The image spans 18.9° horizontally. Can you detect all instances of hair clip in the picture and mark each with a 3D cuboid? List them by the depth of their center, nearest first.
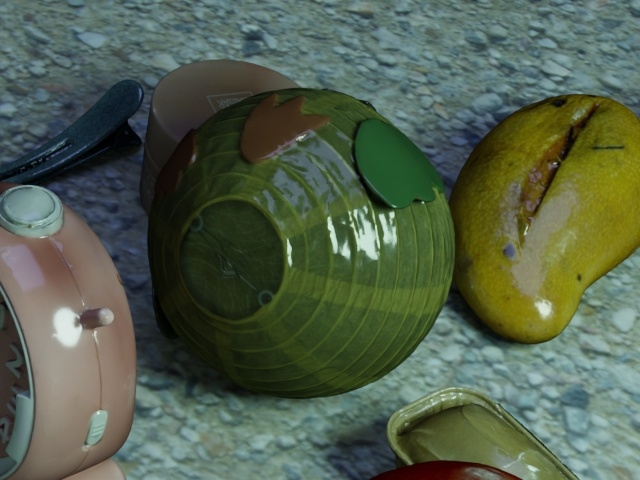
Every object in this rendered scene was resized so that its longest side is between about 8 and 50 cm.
[{"bbox_3d":[-0.251,-0.068,1.694,0.229,0.070,0.039,-30,59,-30],"label":"hair clip"}]

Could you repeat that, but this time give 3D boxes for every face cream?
[{"bbox_3d":[-0.081,-0.076,1.697,0.149,0.104,0.149,7,40,-6],"label":"face cream"}]

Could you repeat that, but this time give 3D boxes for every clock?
[{"bbox_3d":[-0.216,0.062,1.397,0.142,0.241,0.227,-22,49,-38],"label":"clock"}]

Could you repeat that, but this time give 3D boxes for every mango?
[{"bbox_3d":[0.206,-0.032,1.706,0.177,0.120,0.295,22,41,14],"label":"mango"}]

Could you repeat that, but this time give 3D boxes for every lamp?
[{"bbox_3d":[0.000,0.000,1.536,0.250,0.250,0.284,33,19,23],"label":"lamp"}]

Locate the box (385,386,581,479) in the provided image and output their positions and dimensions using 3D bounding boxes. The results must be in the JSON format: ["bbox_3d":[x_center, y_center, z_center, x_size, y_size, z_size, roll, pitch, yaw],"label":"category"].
[{"bbox_3d":[0.126,0.185,1.442,0.111,0.111,0.177,-23,50,-35],"label":"box"}]

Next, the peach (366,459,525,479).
[{"bbox_3d":[0.088,0.260,1.267,0.243,0.199,0.243,7,61,-13],"label":"peach"}]
